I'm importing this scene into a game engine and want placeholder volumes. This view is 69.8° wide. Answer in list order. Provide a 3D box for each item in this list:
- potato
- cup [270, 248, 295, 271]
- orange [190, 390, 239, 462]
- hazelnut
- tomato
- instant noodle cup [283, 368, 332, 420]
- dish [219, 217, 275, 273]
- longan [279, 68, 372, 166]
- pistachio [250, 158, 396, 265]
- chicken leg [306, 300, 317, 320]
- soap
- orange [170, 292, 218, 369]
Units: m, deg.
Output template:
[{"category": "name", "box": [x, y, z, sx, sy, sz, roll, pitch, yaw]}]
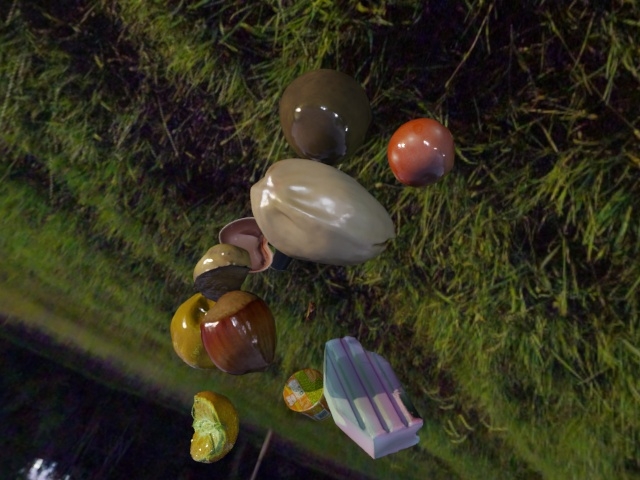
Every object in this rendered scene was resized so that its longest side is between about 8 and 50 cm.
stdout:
[{"category": "potato", "box": [-0.263, 0.083, 1.199, 0.138, 0.098, 0.243, 3, 147, -19]}, {"category": "cup", "box": [-0.164, 0.030, 2.126, 0.169, 0.223, 0.177, 25, 123, 3]}, {"category": "orange", "box": [-0.369, 0.651, 1.618, 0.158, 0.237, 0.179, 3, 166, -37]}, {"category": "hazelnut", "box": [-0.189, 0.223, 1.146, 0.210, 0.186, 0.210, 15, -167, -4]}, {"category": "tomato", "box": [0.372, -0.319, 1.695, 0.255, 0.224, 0.256, -5, 147, -3]}, {"category": "instant noodle cup", "box": [-0.028, 0.598, 1.741, 0.168, 0.168, 0.185, 3, 144, 27]}, {"category": "dish", "box": [-0.259, 0.029, 1.644, 0.213, 0.213, 0.090, 22, 159, -2]}, {"category": "longan", "box": [0.011, -0.320, 1.198, 0.258, 0.258, 0.258, 15, 150, 9]}, {"category": "pistachio", "box": [0.009, -0.050, 0.979, 0.331, 0.208, 0.226, 20, -178, -8]}, {"category": "chicken leg", "box": [-0.035, 0.265, 1.690, 0.037, 0.062, 0.145, -1, 149, -7]}, {"category": "soap", "box": [0.113, 0.410, 1.245, 0.192, 0.324, 0.109, -12, 129, -15]}, {"category": "orange", "box": [-0.385, 0.310, 1.614, 0.279, 0.279, 0.235, 23, 139, -5]}]
